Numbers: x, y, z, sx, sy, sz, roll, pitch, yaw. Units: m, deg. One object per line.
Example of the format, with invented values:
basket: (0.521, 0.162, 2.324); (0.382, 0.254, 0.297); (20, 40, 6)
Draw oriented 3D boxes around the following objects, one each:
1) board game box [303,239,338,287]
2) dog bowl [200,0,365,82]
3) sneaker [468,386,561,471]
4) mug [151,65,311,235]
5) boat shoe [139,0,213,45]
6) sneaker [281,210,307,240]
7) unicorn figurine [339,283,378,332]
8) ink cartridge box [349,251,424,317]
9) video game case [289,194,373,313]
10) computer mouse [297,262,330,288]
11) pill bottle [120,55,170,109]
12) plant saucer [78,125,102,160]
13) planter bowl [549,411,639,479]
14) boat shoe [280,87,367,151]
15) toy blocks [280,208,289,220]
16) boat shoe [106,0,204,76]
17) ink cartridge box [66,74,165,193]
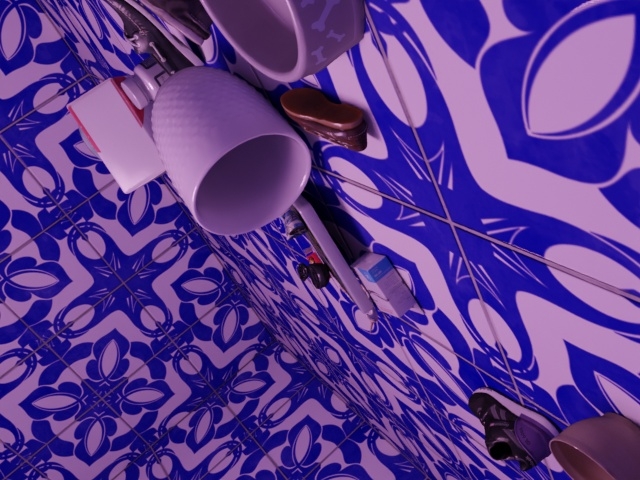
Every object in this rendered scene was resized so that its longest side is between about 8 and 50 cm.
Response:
board game box: (-0.006, 0.074, 1.818); (0.133, 0.033, 0.168); (58, 180, -22)
dog bowl: (-0.089, -0.390, 0.948); (0.349, 0.102, 0.348); (45, 164, 16)
sneaker: (0.398, 0.421, 1.437); (0.107, 0.124, 0.283); (55, 164, -13)
mug: (-0.195, -0.207, 1.432); (0.328, 0.276, 0.374); (52, -166, 31)
boat shoe: (-0.311, -0.510, 1.354); (0.335, 0.095, 0.112); (43, -173, 39)
sneaker: (-0.064, -0.040, 1.509); (0.135, 0.052, 0.058); (113, 133, -77)
unicorn figurine: (0.114, 0.169, 1.797); (0.111, 0.060, 0.162); (57, 179, -27)
ink cartridge box: (0.158, 0.118, 1.521); (0.180, 0.060, 0.104); (55, 165, -16)
video game case: (0.000, 0.000, 1.625); (0.329, 0.036, 0.300); (58, 176, -26)
computer mouse: (-0.018, 0.091, 1.765); (0.242, 0.041, 0.071); (-178, 69, -74)
pill bottle: (-0.414, -0.420, 1.644); (0.108, 0.180, 0.108); (46, 164, 17)
plant saucer: (-0.618, -0.282, 1.792); (0.195, 0.038, 0.195); (55, -165, -22)
planter bowl: (0.486, 0.360, 1.075); (0.162, 0.109, 0.162); (45, 163, 18)
boat shoe: (0.004, -0.214, 1.150); (0.207, 0.073, 0.073); (36, 158, 42)
toy blocks: (-0.125, -0.106, 1.776); (0.148, 0.054, 0.123); (56, 176, -13)
boat shoe: (-0.391, -0.461, 1.469); (0.114, 0.091, 0.302); (47, -174, 40)
ink cartridge box: (-0.510, -0.326, 1.855); (0.279, 0.161, 0.384); (57, -167, -12)
